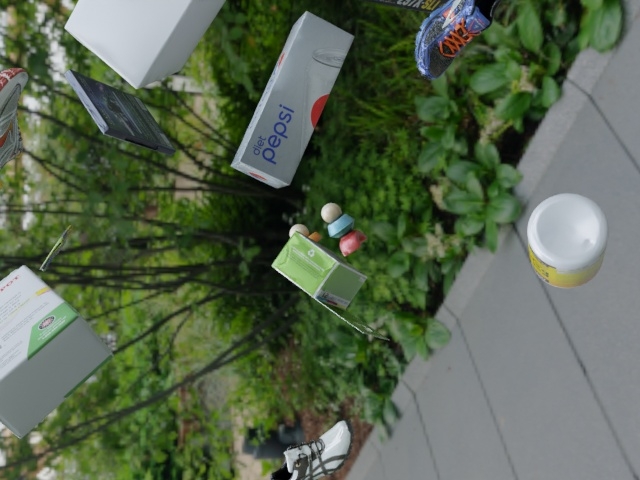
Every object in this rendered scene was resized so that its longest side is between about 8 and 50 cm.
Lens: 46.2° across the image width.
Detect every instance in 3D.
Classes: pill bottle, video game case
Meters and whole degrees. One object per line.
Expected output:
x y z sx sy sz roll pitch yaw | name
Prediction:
0.392 0.009 1.195 0.215 0.117 0.117 42 -137 -67 | pill bottle
-0.486 -0.310 1.848 0.026 0.274 0.196 -41 72 15 | video game case

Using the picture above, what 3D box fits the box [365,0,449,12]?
0.200 -0.697 1.866 0.079 0.322 0.257 -41 58 49 | box

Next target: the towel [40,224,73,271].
-0.399 0.011 1.140 0.060 0.009 0.083 -53 15 10 | towel

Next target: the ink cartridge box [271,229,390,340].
0.048 0.101 1.614 0.255 0.189 0.097 34 92 25 | ink cartridge box

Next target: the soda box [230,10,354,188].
-0.048 -0.237 1.287 0.286 0.098 0.091 -66 14 -7 | soda box

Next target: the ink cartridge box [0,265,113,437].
-0.524 0.184 1.320 0.278 0.201 0.117 24 150 48 | ink cartridge box

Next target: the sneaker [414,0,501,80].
0.239 -0.369 1.269 0.221 0.083 0.087 -58 38 6 | sneaker

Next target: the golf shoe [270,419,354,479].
-0.016 0.418 1.445 0.198 0.094 0.077 -52 28 8 | golf shoe

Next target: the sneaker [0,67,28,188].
-0.552 -0.190 1.287 0.088 0.093 0.225 28 94 49 | sneaker

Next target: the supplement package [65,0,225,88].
-0.282 -0.448 1.334 0.293 0.175 0.177 -48 3 29 | supplement package

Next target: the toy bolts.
0.000 0.000 2.222 0.158 0.229 0.218 55 -161 -3 | toy bolts
